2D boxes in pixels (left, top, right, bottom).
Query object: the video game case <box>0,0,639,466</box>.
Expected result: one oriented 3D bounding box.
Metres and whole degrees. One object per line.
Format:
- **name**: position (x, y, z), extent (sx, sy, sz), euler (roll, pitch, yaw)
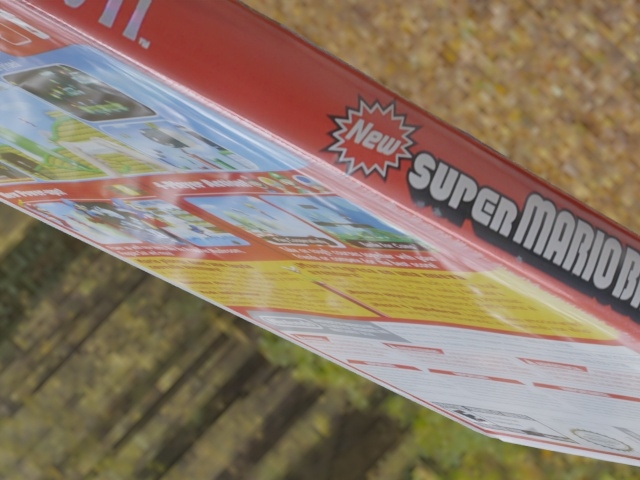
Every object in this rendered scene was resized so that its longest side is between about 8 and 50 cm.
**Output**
- **video game case**: position (0.000, 0.000, 0.442), extent (0.285, 0.025, 0.204), euler (27, 167, -27)
